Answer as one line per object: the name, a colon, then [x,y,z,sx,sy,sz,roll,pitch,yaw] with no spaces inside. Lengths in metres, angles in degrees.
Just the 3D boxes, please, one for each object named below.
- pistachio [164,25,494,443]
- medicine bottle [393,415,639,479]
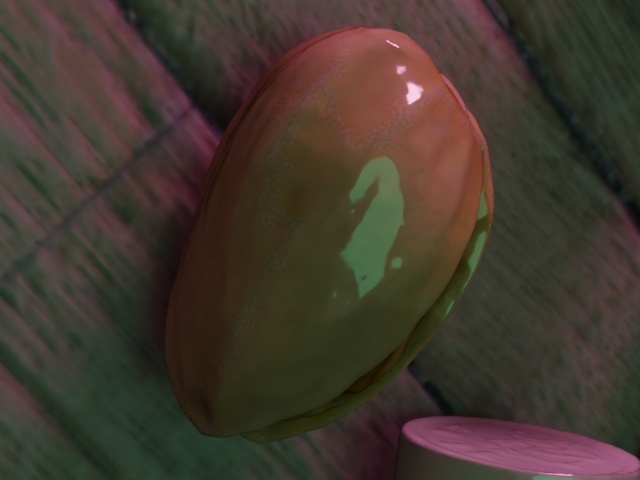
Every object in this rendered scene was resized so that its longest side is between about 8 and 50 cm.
pistachio: [0.000,0.000,0.722,0.157,0.157,0.229,25,91,-26]
medicine bottle: [0.097,0.255,0.785,0.170,0.170,0.292,4,95,-25]
